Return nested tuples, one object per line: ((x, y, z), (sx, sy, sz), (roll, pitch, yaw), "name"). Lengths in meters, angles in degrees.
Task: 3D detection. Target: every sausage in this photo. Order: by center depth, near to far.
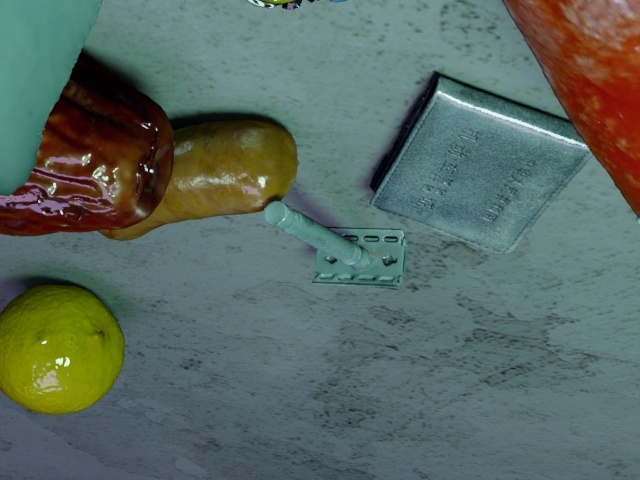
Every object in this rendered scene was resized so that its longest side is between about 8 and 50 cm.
((-0.137, -0.065, 1.291), (0.271, 0.108, 0.109), (-9, 142, 39), "sausage")

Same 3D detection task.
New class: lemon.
((-0.361, 0.149, 1.697), (0.203, 0.178, 0.178), (-16, 138, 42), "lemon")

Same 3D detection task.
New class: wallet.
((0.150, -0.066, 1.205), (0.167, 0.036, 0.222), (20, 151, -6), "wallet")

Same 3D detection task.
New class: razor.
((0.000, 0.000, 1.294), (0.106, 0.068, 0.232), (1, 169, 25), "razor")

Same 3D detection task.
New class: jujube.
((-0.288, -0.098, 1.205), (0.290, 0.197, 0.197), (15, 151, 12), "jujube")

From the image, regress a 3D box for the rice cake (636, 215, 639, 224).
((0.316, -0.051, 1.159), (0.022, 0.022, 0.121), (15, 151, 7), "rice cake")

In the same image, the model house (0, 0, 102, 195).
((-0.388, -0.226, 1.010), (0.329, 0.251, 0.295), (10, 151, 24), "model house")

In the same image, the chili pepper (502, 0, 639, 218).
((0.255, -0.152, 0.813), (0.251, 0.229, 0.305), (9, 156, 48), "chili pepper")

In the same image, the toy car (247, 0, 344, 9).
((-0.075, -0.279, 0.823), (0.314, 0.198, 0.166), (23, 119, -16), "toy car")
